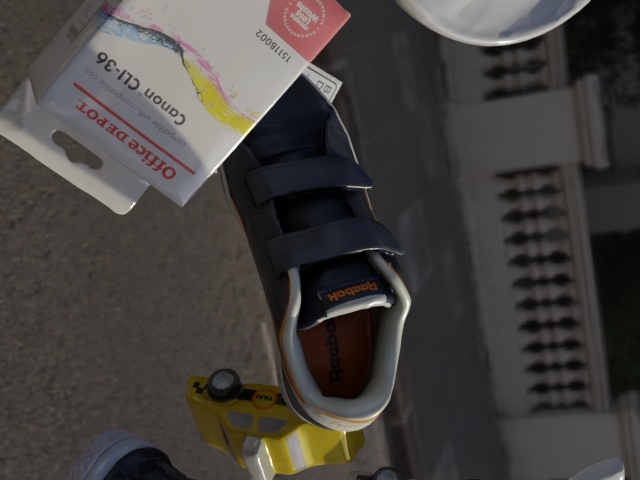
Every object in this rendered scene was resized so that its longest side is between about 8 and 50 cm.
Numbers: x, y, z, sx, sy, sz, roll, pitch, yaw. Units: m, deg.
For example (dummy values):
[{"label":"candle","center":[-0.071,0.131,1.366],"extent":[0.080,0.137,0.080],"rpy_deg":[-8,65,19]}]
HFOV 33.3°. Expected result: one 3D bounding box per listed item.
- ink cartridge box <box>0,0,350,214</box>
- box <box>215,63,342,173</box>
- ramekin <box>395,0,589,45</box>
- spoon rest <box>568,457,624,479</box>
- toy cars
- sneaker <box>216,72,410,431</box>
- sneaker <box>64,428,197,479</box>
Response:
[{"label":"ink cartridge box","center":[-0.093,-0.103,0.647],"extent":[0.115,0.198,0.067],"rpy_deg":[37,9,-31]},{"label":"box","center":[-0.123,-0.172,1.198],"extent":[0.290,0.087,0.169],"rpy_deg":[24,98,-50]},{"label":"ramekin","center":[0.129,-0.306,0.878],"extent":[0.127,0.273,0.272],"rpy_deg":[42,-25,56]},{"label":"spoon rest","center":[0.215,0.293,0.773],"extent":[0.276,0.084,0.137],"rpy_deg":[-95,173,-46]},{"label":"toy cars","center":[0.030,0.256,1.123],"extent":[0.394,0.176,0.087],"rpy_deg":[32,47,-13]},{"label":"sneaker","center":[0.000,0.000,0.884],"extent":[0.127,0.126,0.321],"rpy_deg":[171,-96,-74]},{"label":"sneaker","center":[-0.093,0.234,0.791],"extent":[0.101,0.153,0.268],"rpy_deg":[-57,161,-18]}]
